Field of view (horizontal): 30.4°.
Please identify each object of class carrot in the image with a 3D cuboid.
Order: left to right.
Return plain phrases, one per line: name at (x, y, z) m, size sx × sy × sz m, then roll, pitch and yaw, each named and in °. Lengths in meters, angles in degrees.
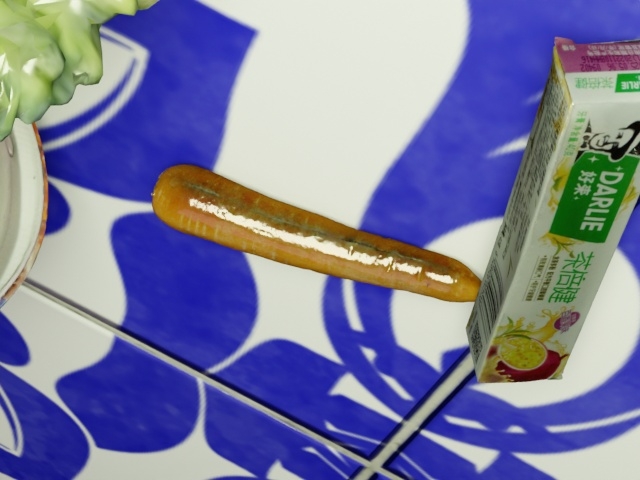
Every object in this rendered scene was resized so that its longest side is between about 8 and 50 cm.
carrot at (0.000, 0.000, 0.630) m, size 0.190 × 0.037 × 0.037 m, roll 17°, pitch 141°, yaw 5°

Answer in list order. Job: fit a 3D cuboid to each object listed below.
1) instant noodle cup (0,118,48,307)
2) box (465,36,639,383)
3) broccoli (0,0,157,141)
instant noodle cup at (-0.279, -0.023, 0.606) m, size 0.192 × 0.250 × 0.250 m, roll -21°, pitch 123°, yaw 32°
box at (0.110, -0.004, 0.540) m, size 0.050 × 0.041 × 0.207 m, roll -2°, pitch 140°, yaw -8°
broccoli at (-0.182, -0.177, 0.363) m, size 0.348 × 0.293 × 0.281 m, roll 31°, pitch 104°, yaw -24°
